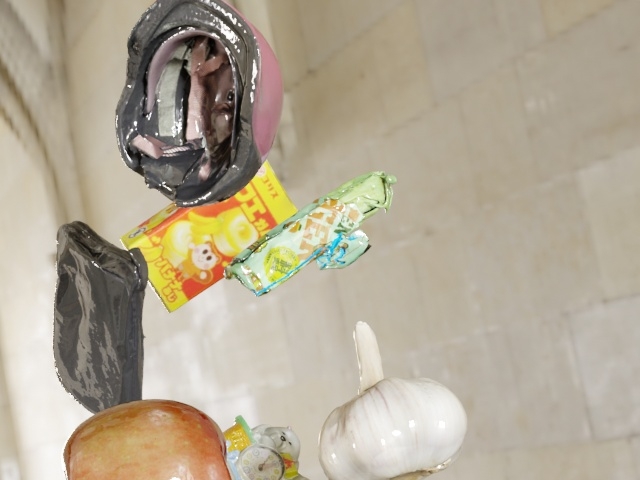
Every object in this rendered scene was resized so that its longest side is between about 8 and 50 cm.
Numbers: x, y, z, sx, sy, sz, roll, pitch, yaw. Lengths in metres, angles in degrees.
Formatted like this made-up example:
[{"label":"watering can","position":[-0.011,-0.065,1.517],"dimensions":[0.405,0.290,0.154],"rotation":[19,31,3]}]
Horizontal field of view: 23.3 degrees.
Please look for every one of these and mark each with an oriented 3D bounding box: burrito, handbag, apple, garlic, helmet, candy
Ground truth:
[{"label":"burrito","position":[0.000,0.000,2.180],"dimensions":[0.288,0.104,0.054],"rotation":[-35,0,-22]},{"label":"handbag","position":[-0.340,0.126,2.406],"dimensions":[0.192,0.332,0.075],"rotation":[31,38,33]},{"label":"apple","position":[-0.170,0.251,1.577],"dimensions":[0.168,0.181,0.181],"rotation":[-10,-6,-13]},{"label":"garlic","position":[0.077,0.198,1.938],"dimensions":[0.199,0.226,0.199],"rotation":[-14,-23,-6]},{"label":"helmet","position":[-0.122,-0.159,1.765],"dimensions":[0.154,0.198,0.253],"rotation":[-13,-44,-58]},{"label":"candy","position":[-0.180,-0.017,2.584],"dimensions":[0.276,0.146,0.088],"rotation":[-35,22,-6]}]

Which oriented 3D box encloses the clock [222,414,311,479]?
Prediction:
[{"label":"clock","position":[-0.073,0.358,2.311],"dimensions":[0.144,0.231,0.103],"rotation":[-10,-29,-30]}]
